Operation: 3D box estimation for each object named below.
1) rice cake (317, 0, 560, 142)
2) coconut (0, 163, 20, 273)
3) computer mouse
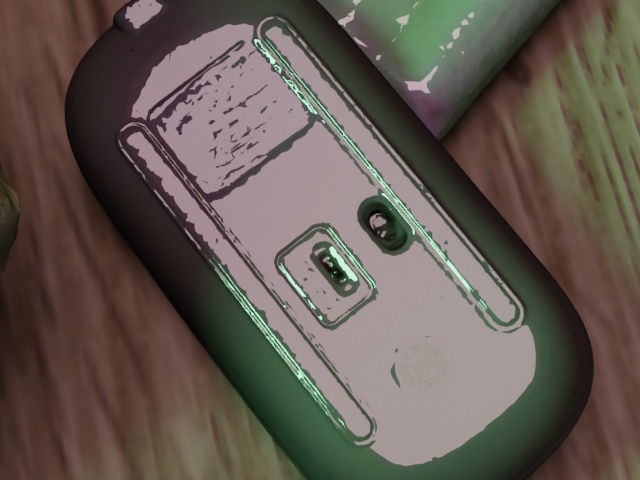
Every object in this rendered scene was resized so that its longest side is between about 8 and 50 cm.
[{"bbox_3d":[0.084,-0.136,0.733,0.080,0.042,0.222,36,71,20],"label":"rice cake"},{"bbox_3d":[-0.222,-0.014,0.576,0.247,0.245,0.245,14,67,15],"label":"coconut"},{"bbox_3d":[0.000,0.001,0.661,0.120,0.057,0.232,-39,75,-4],"label":"computer mouse"}]
